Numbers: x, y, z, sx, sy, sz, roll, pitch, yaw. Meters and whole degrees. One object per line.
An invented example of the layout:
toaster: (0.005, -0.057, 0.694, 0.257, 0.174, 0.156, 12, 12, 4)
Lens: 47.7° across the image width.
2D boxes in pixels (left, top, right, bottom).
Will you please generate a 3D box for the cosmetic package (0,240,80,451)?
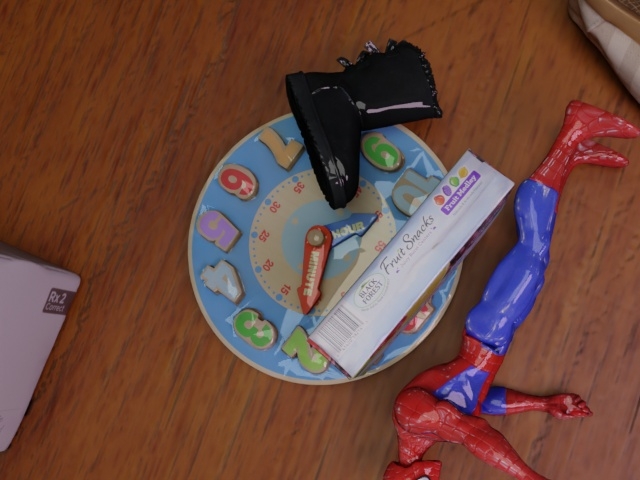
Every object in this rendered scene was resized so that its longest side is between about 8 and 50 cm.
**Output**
cosmetic package: (-0.309, 0.052, 0.515, 0.184, 0.151, 0.151, 21, 86, 14)

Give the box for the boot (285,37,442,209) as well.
boot: (0.036, -0.084, 0.503, 0.099, 0.045, 0.121, -14, 60, -8)

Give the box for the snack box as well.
snack box: (0.055, 0.020, 0.442, 0.037, 0.100, 0.141, 40, 88, 11)

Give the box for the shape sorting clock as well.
shape sorting clock: (0.000, 0.000, 0.524, 0.206, 0.040, 0.206, -2, 80, 10)

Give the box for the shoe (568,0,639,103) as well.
shoe: (0.257, -0.114, 0.494, 0.077, 0.058, 0.219, -39, 80, -18)

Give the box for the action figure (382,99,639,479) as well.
action figure: (0.145, 0.066, 0.459, 0.139, 0.091, 0.280, 32, 88, 22)
